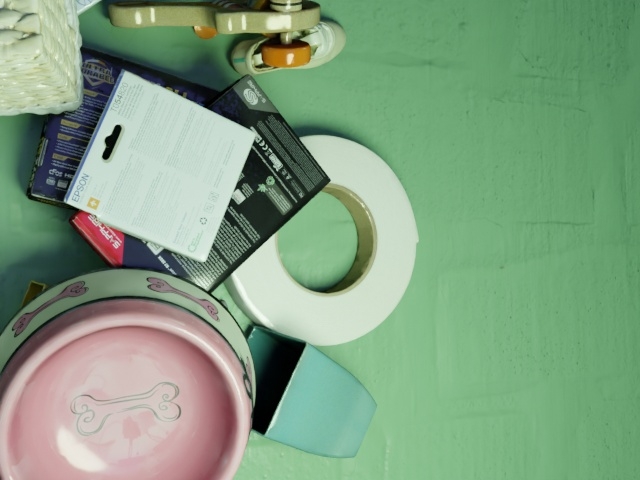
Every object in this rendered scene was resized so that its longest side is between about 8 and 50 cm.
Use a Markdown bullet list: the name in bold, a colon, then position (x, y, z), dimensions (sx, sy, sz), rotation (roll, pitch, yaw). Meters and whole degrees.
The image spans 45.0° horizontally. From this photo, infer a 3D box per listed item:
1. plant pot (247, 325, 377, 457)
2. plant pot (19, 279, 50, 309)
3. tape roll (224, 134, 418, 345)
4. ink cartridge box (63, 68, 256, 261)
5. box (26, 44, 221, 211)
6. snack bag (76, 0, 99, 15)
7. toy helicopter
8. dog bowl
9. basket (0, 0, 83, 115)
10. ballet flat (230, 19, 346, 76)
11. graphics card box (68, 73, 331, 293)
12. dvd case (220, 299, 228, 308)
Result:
- **plant pot**: position (-0.024, 0.283, 1.359), dimensions (0.234, 0.165, 0.166), rotation (34, 74, -34)
- **plant pot**: position (-0.425, 0.117, 1.228), dimensions (0.083, 0.081, 0.081), rotation (25, 77, -34)
- **tape roll**: position (0.000, 0.000, 1.432), dimensions (0.391, 0.072, 0.393), rotation (1, 87, -24)
- **ink cartridge box**: position (-0.237, -0.108, 1.157), dimensions (0.223, 0.045, 0.224), rotation (25, 77, -19)
- **box**: position (-0.298, -0.155, 1.296), dimensions (0.321, 0.079, 0.257), rotation (14, 81, -24)
- **snack bag**: position (-0.431, -0.534, 1.251), dimensions (0.342, 0.037, 0.323), rotation (-38, 103, -15)
- **toy helicopter**: position (-0.177, -0.392, 1.314), dimensions (0.354, 0.235, 0.140), rotation (-1, 118, -3)
- **dog bowl**: position (-0.280, 0.249, 1.108), dimensions (0.407, 0.150, 0.408), rotation (-3, 100, -15)
- **basket**: position (-0.517, -0.351, 1.058), dimensions (0.331, 0.266, 0.329), rotation (-5, 89, -10)
- **ballet flat**: position (-0.043, -0.355, 1.419), dimensions (0.248, 0.086, 0.086), rotation (-24, 98, -24)
- **graphics card box**: position (-0.188, -0.067, 1.252), dimensions (0.371, 0.094, 0.233), rotation (-45, 106, -18)
- **dvd case**: position (-0.239, 0.220, 1.341), dimensions (0.221, 0.018, 0.165), rotation (-21, 97, -24)
